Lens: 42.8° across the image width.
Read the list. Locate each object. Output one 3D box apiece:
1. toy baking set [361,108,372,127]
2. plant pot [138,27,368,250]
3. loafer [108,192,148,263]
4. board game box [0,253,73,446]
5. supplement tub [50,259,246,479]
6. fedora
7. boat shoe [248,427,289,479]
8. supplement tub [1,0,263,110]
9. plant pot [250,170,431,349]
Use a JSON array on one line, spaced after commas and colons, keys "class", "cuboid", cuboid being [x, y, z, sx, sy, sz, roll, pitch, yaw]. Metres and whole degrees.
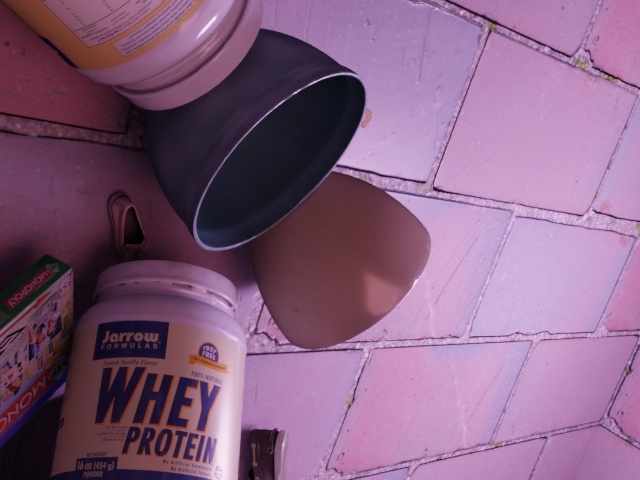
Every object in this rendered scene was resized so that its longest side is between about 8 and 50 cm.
[{"class": "toy baking set", "cuboid": [-0.034, -0.178, 1.284, 0.256, 0.030, 0.196, -37, 140, -14]}, {"class": "plant pot", "cuboid": [-0.109, -0.159, 1.057, 0.293, 0.196, 0.293, -40, 162, -15]}, {"class": "loafer", "cuboid": [-0.267, -0.007, 1.148, 0.045, 0.039, 0.125, -30, 131, -29]}, {"class": "board game box", "cuboid": [-0.414, 0.186, 0.980, 0.317, 0.046, 0.213, -52, 162, -47]}, {"class": "supplement tub", "cuboid": [-0.220, 0.213, 1.085, 0.235, 0.235, 0.324, 35, 48, -49]}, {"class": "fedora", "cuboid": [-0.339, 0.328, 1.213, 0.275, 0.124, 0.243, 16, 101, -48]}, {"class": "boat shoe", "cuboid": [-0.103, 0.445, 1.556, 0.081, 0.069, 0.227, -70, 168, -58]}, {"class": "supplement tub", "cuboid": [-0.230, -0.316, 0.851, 0.241, 0.241, 0.331, -52, 138, -8]}, {"class": "plant pot", "cuboid": [0.000, 0.000, 1.268, 0.284, 0.284, 0.191, -46, 115, -14]}]
